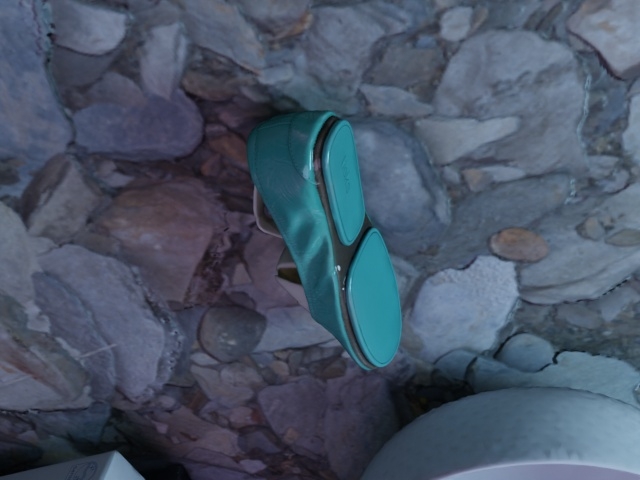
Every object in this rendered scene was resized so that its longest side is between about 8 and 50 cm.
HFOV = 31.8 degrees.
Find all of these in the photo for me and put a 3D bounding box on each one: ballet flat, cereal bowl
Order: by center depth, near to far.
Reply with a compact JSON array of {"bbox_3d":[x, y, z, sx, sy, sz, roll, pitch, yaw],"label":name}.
[{"bbox_3d":[0.000,0.000,0.855,0.087,0.083,0.247,9,138,27],"label":"ballet flat"},{"bbox_3d":[0.189,0.244,1.022,0.338,0.141,0.339,1,134,1],"label":"cereal bowl"}]

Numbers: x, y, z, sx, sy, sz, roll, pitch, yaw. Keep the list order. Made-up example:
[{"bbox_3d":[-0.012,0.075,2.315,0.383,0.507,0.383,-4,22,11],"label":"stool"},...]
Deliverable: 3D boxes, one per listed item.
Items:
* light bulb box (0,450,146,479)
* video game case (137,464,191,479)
[{"bbox_3d":[-0.269,0.425,1.101,0.361,0.225,0.358,-16,126,28],"label":"light bulb box"},{"bbox_3d":[-0.190,0.343,1.206,0.196,0.026,0.274,-12,132,12],"label":"video game case"}]
